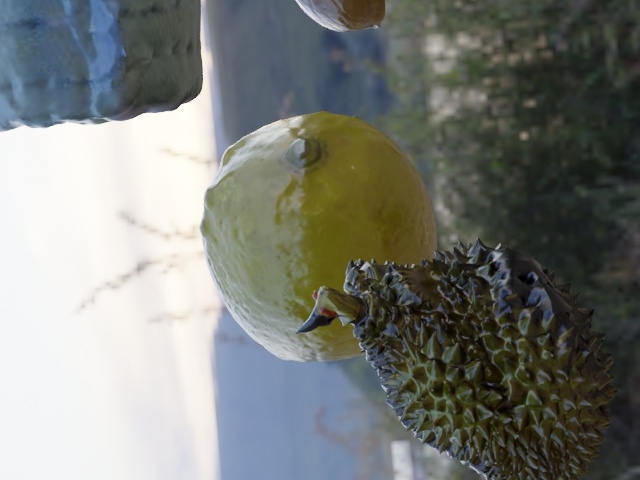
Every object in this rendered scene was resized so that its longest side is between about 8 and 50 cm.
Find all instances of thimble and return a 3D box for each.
[{"bbox_3d":[-0.185,-0.156,1.181,0.237,0.237,0.150,-94,1,-76],"label":"thimble"}]

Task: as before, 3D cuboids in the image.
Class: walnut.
[{"bbox_3d":[-0.003,-0.350,2.180,0.211,0.087,0.167,62,152,-3],"label":"walnut"}]

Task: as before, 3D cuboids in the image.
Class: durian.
[{"bbox_3d":[0.112,0.068,1.209,0.138,0.237,0.193,-47,32,23],"label":"durian"}]

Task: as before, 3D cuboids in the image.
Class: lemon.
[{"bbox_3d":[0.000,0.000,1.662,0.288,0.234,0.233,78,-175,-59],"label":"lemon"}]
